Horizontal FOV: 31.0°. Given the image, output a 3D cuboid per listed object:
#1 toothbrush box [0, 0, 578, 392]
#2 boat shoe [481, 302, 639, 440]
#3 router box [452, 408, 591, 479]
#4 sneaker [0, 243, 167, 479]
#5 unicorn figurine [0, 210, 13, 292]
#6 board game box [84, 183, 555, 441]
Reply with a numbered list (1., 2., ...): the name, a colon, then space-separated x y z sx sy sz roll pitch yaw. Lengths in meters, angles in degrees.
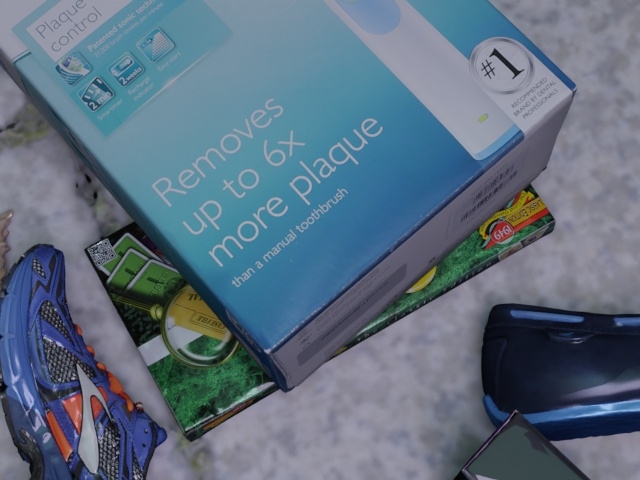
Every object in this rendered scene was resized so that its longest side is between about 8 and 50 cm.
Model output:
1. toothbrush box: -0.038 -0.098 0.665 0.216 0.126 0.295 -39 74 -9
2. boat shoe: 0.220 0.054 0.649 0.258 0.109 0.089 -4 69 -1
3. router box: 0.146 0.174 0.597 0.179 0.133 0.046 43 79 13
4. sneaker: -0.135 0.107 0.666 0.087 0.083 0.221 -11 77 -16
5. unicorn figurine: -0.269 0.024 0.698 0.161 0.060 0.111 -11 68 1
6. board game box: 0.000 0.000 0.713 0.259 0.030 0.136 -30 76 -7
